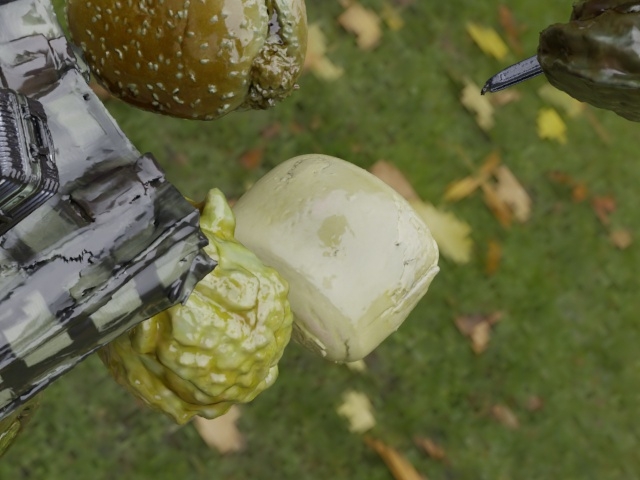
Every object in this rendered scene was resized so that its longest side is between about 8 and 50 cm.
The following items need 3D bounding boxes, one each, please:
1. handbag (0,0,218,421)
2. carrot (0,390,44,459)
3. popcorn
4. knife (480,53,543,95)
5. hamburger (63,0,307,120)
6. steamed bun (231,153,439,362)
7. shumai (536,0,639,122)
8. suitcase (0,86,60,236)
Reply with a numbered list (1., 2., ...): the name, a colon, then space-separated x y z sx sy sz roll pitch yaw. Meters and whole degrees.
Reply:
1. handbag: -0.291 -0.021 1.517 0.325 0.327 0.162 56 -11 15
2. carrot: -0.449 0.104 1.892 0.341 0.224 0.224 36 24 5
3. popcorn: -0.129 0.063 1.837 0.255 0.195 0.256 51 -8 -17
4. knife: 0.193 -0.154 1.668 0.031 0.121 0.018 91 -23 -78
5. hamburger: -0.110 -0.189 1.622 0.215 0.189 0.122 20 30 29
6. steamed bun: 0.000 0.000 2.341 0.273 0.232 0.166 36 -20 26
7. shumai: 0.314 -0.213 1.324 0.292 0.330 0.288 15 88 -62
8. suitcase: -0.234 -0.042 1.279 0.059 0.126 0.086 18 47 -47
